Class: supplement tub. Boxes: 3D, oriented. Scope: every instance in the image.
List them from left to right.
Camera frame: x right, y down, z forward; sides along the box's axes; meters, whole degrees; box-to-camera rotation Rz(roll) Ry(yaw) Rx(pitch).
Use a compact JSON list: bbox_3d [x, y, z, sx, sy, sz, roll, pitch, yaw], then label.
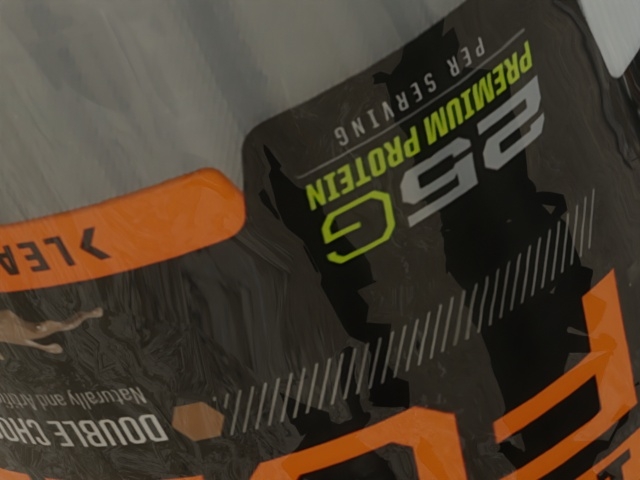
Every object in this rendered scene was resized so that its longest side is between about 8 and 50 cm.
[{"bbox_3d":[0.000,0.000,0.475,0.207,0.207,0.338,-14,-54,17],"label":"supplement tub"}]
